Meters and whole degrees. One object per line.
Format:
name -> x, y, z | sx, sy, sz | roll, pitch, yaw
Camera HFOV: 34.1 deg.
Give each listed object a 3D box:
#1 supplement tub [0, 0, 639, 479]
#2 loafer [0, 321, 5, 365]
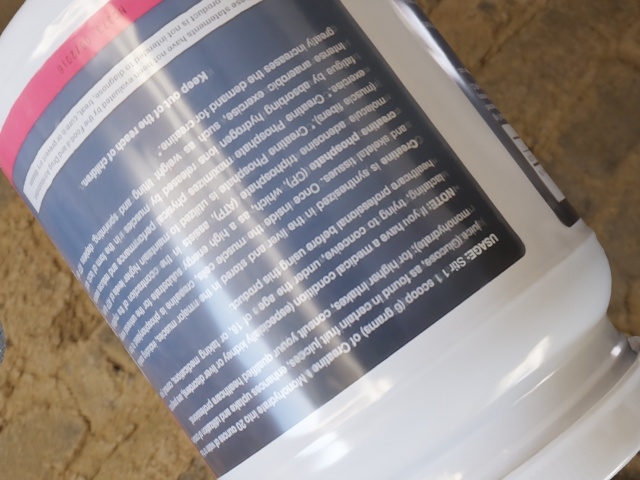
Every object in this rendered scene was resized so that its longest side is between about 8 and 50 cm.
supplement tub -> 0.000, 0.000, 0.452 | 0.191, 0.191, 0.272 | -31, -98, -36
loafer -> -0.226, 0.084, 0.501 | 0.087, 0.251, 0.094 | 38, -133, -4
